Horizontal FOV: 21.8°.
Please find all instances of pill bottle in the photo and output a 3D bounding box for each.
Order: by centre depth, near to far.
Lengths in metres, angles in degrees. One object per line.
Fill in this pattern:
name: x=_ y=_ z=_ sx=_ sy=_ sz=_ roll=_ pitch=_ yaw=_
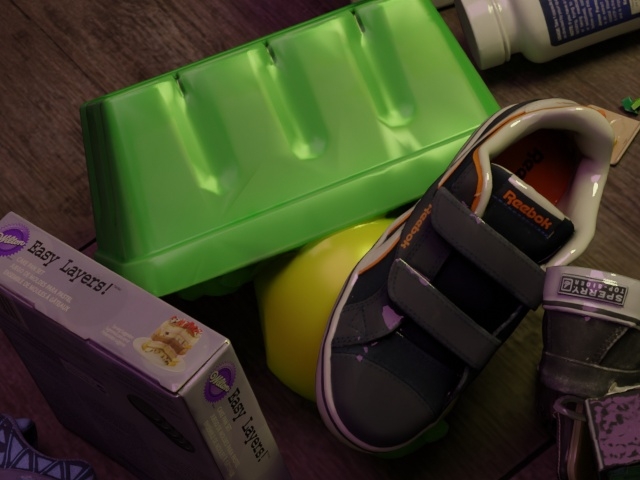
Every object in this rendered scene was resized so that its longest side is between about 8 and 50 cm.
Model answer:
pill bottle: x=0.230 y=-0.235 z=1.607 sx=0.187 sy=0.112 sz=0.112 roll=-19 pitch=49 yaw=0

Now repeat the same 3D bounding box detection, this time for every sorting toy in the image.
sorting toy: x=0.270 y=-0.110 z=1.558 sx=0.062 sy=0.012 sz=0.083 roll=21 pitch=60 yaw=30

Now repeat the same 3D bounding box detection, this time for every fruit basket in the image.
fruit basket: x=0.000 y=0.000 z=1.428 sx=0.392 sy=0.392 sz=0.283 roll=-33 pitch=11 yaw=-11

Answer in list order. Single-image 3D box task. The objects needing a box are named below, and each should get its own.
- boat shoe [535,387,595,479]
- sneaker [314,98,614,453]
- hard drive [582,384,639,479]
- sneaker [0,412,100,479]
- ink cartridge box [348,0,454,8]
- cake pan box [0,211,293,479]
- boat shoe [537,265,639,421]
boat shoe: x=0.201 y=0.139 z=1.350 sx=0.049 sy=0.056 sz=0.152 roll=-5 pitch=41 yaw=20
sneaker: x=0.111 y=0.018 z=1.267 sx=0.321 sy=0.126 sz=0.127 roll=-58 pitch=13 yaw=-15
hard drive: x=0.363 y=0.150 z=1.164 sx=0.339 sy=0.237 sz=0.064 roll=-13 pitch=56 yaw=7
sneaker: x=-0.300 y=0.202 z=1.437 sx=0.262 sy=0.104 sz=0.125 roll=21 pitch=43 yaw=25
ink cartridge box: x=0.129 y=-0.380 z=1.700 sx=0.270 sy=0.197 sz=0.198 roll=-17 pitch=49 yaw=2
cake pan box: x=-0.154 y=0.117 z=1.346 sx=0.267 sy=0.245 sz=0.070 roll=26 pitch=61 yaw=34
boat shoe: x=0.232 y=0.091 z=1.248 sx=0.113 sy=0.306 sz=0.105 roll=12 pitch=87 yaw=20
